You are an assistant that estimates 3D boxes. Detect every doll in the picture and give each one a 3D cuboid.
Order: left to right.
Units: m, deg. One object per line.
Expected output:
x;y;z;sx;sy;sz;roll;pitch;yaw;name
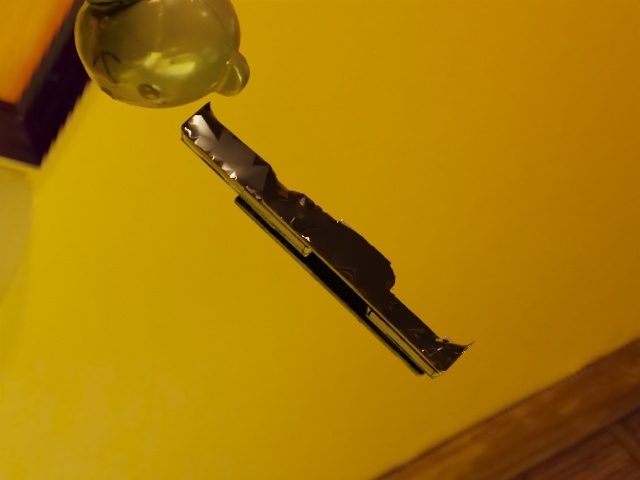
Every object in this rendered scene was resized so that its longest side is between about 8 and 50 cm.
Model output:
-0.186;-0.247;1.341;0.177;0.261;0.161;-2;-141;35;doll

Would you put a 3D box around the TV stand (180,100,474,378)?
0.000;0.000;0.931;0.249;0.036;0.042;43;-22;8;TV stand
